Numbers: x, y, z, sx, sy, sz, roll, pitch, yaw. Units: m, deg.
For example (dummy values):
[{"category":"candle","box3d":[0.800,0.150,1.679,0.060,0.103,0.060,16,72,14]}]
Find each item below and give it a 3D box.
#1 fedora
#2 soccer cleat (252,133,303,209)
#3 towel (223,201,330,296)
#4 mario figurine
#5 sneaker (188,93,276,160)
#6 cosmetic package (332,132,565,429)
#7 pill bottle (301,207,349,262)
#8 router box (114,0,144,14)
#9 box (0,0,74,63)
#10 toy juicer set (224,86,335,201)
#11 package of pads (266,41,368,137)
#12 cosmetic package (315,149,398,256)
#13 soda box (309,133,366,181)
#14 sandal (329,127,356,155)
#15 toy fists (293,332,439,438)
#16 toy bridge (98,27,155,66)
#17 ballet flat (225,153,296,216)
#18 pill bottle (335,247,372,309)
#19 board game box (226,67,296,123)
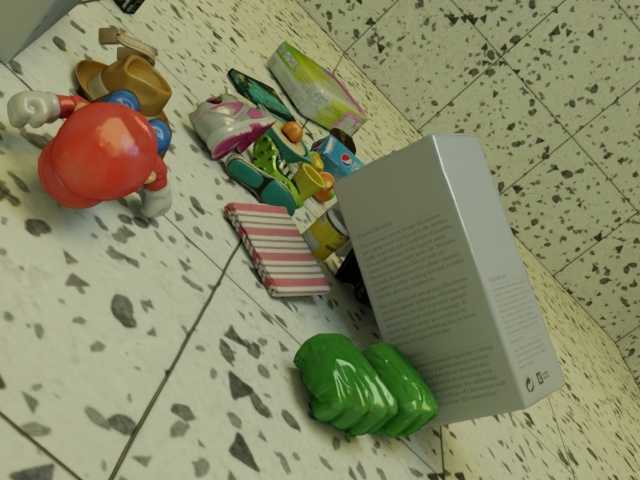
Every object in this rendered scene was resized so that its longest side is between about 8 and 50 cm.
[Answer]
[{"category":"fedora","box3d":[-0.304,-0.248,1.234,0.194,0.079,0.194,41,21,-19]},{"category":"soccer cleat","box3d":[-0.088,-0.138,1.544,0.072,0.060,0.178,33,29,-62]},{"category":"towel","box3d":[-0.073,0.016,1.285,0.144,0.029,0.197,3,51,-50]},{"category":"mario figurine","box3d":[-0.295,-0.111,0.992,0.198,0.170,0.320,8,15,-5]},{"category":"sneaker","box3d":[-0.171,-0.238,1.473,0.111,0.103,0.252,50,18,0]},{"category":"cosmetic package","box3d":[0.212,0.068,1.284,0.162,0.230,0.452,-9,79,-49]},{"category":"pill bottle","box3d":[0.000,0.000,1.366,0.065,0.116,0.065,42,21,-20]},{"category":"router box","box3d":[-0.388,-0.545,1.557,0.092,0.122,0.038,51,23,7]},{"category":"box","box3d":[-0.437,-0.448,1.114,0.215,0.168,0.345,42,30,-19]},{"category":"toy juicer set","box3d":[-0.060,-0.225,1.712,0.329,0.089,0.209,55,20,20]},{"category":"package of pads","box3d":[-0.004,-0.432,2.222,0.297,0.101,0.229,17,35,-56]},{"category":"cosmetic package","box3d":[0.120,-0.072,1.589,0.107,0.238,0.127,53,22,21]},{"category":"soda box","box3d":[0.065,-0.166,1.870,0.210,0.071,0.067,39,53,-27]},{"category":"sandal","box3d":[0.053,-0.213,2.002,0.090,0.060,0.219,24,45,-40]},{"category":"toy fists","box3d":[0.076,0.229,1.133,0.279,0.096,0.142,21,23,-51]},{"category":"toy bridge","box3d":[-0.314,-0.315,1.281,0.188,0.063,0.026,56,34,-82]},{"category":"ballet flat","box3d":[-0.110,-0.109,1.436,0.168,0.057,0.052,42,10,-21]},{"category":"pill bottle","box3d":[0.144,0.092,1.469,0.219,0.122,0.123,34,20,-2]},{"category":"board game box","box3d":[-0.144,-0.353,1.871,0.126,0.026,0.186,57,20,21]}]
